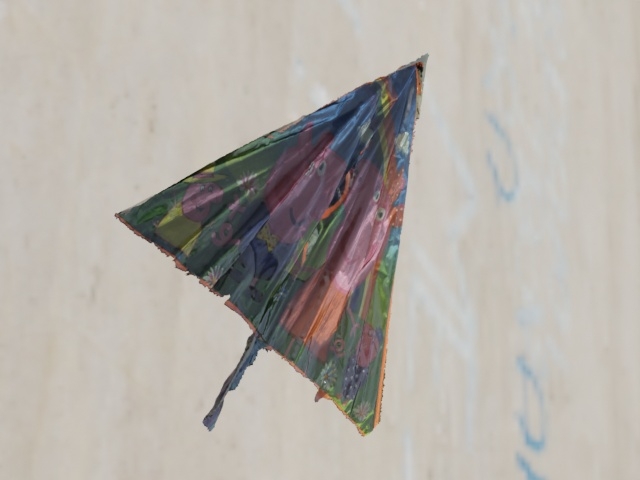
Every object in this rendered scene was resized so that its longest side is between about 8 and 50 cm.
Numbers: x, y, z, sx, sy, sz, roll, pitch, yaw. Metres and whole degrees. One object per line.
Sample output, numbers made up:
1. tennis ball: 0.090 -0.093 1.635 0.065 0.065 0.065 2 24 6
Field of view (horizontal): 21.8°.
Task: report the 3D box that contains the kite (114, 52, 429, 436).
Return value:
1. kite: 0.000 0.000 0.875 0.234 0.016 0.321 -62 150 -12
